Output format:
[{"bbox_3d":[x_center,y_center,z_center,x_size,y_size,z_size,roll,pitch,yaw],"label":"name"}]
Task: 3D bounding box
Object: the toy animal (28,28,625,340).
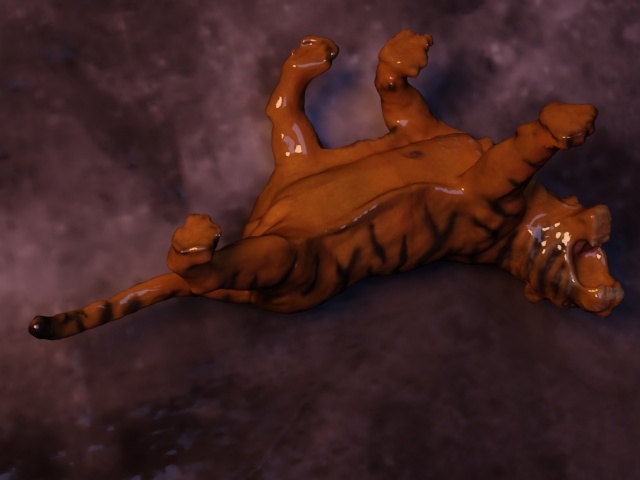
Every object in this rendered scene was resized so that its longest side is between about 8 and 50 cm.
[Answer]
[{"bbox_3d":[-0.002,-0.005,0.613,0.255,0.114,0.116,-16,132,-16],"label":"toy animal"}]
